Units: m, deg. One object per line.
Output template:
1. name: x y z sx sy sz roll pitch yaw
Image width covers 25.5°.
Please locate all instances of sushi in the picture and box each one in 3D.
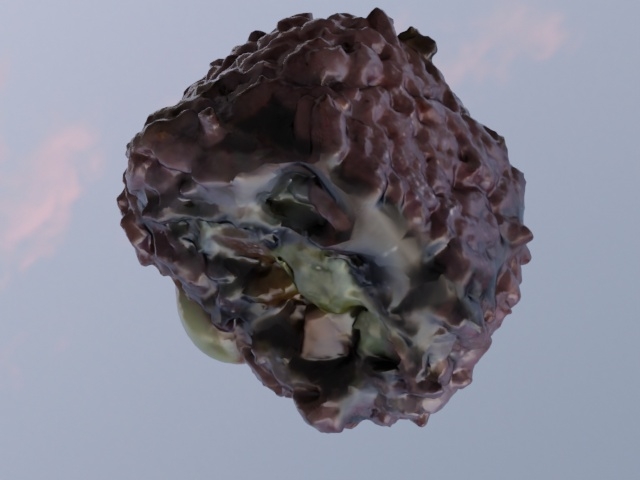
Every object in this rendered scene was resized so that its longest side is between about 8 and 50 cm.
1. sushi: 0.000 0.000 0.922 0.236 0.270 0.171 -31 -165 29
